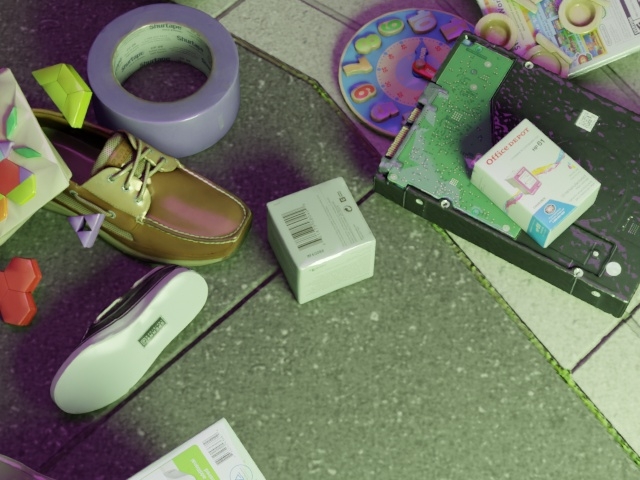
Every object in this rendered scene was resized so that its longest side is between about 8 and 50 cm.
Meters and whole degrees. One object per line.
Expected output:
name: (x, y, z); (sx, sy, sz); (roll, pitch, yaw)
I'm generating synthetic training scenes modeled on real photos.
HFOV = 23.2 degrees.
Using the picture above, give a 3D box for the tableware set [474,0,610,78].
tableware set: (0.273, -0.275, 1.973); (0.141, 0.020, 0.169); (30, 87, 9)

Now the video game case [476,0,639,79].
video game case: (0.306, -0.322, 1.999); (0.206, 0.026, 0.227); (-22, 81, 3)

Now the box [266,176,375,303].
box: (0.000, 0.000, 1.831); (0.102, 0.087, 0.101); (-20, 61, -13)

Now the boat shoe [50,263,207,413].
boat shoe: (-0.224, 0.110, 1.776); (0.219, 0.078, 0.070); (-42, 33, -19)

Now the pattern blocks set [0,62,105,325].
pattern blocks set: (-0.379, -0.094, 1.824); (0.325, 0.026, 0.285); (45, 104, 20)

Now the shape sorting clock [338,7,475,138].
shape sorting clock: (0.126, -0.216, 1.992); (0.206, 0.040, 0.206); (0, 58, -1)

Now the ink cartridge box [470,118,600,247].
ink cartridge box: (0.248, -0.067, 1.810); (0.088, 0.052, 0.122); (-41, 71, -16)

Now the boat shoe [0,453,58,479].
boat shoe: (-0.284, 0.298, 1.654); (0.227, 0.069, 0.081); (28, 57, 6)

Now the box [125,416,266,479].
box: (-0.125, 0.352, 1.552); (0.231, 0.127, 0.262); (-33, 82, -18)

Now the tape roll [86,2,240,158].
tape roll: (-0.195, -0.200, 1.956); (0.189, 0.080, 0.189); (1, 59, -1)

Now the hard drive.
hard drive: (0.264, -0.083, 1.879); (0.339, 0.064, 0.237); (28, 68, 10)

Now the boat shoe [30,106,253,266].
boat shoe: (-0.240, -0.068, 1.849); (0.324, 0.120, 0.122); (19, 60, 11)
